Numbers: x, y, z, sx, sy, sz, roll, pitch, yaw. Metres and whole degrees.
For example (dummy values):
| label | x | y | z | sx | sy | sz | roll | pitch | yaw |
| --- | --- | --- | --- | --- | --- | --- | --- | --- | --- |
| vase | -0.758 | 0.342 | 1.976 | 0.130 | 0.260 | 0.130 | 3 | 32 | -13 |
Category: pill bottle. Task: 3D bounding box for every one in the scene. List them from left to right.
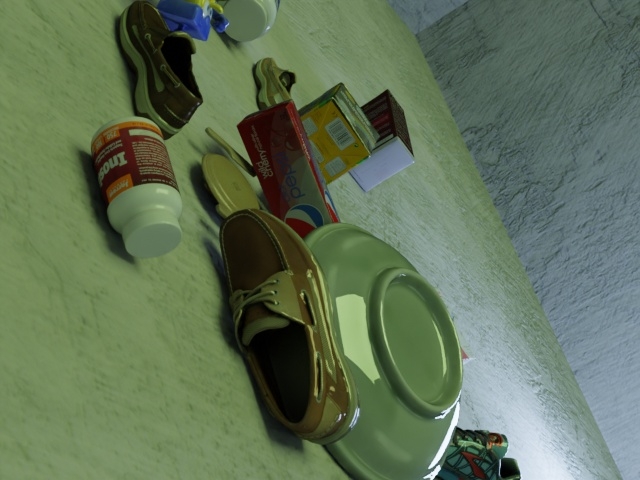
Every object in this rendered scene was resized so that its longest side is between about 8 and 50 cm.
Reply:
| label | x | y | z | sx | sy | sz | roll | pitch | yaw |
| --- | --- | --- | --- | --- | --- | --- | --- | --- | --- |
| pill bottle | -0.205 | -0.059 | 1.273 | 0.086 | 0.086 | 0.152 | 36 | 27 | -53 |
| pill bottle | -0.135 | -0.438 | 2.103 | 0.112 | 0.112 | 0.186 | 53 | 17 | -20 |

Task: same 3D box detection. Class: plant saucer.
| label | x | y | z | sx | sy | sz | roll | pitch | yaw |
| --- | --- | --- | --- | --- | --- | --- | --- | --- | --- |
| plant saucer | 0.106 | 0.152 | 1.595 | 0.400 | 0.100 | 0.400 | 35 | 44 | -41 |

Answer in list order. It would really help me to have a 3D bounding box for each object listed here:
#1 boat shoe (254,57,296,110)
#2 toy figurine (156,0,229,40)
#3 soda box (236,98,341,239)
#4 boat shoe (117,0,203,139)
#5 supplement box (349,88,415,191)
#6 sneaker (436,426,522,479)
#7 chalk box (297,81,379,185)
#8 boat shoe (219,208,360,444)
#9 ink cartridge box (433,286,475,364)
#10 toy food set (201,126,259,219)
| label | x | y | z | sx | sy | sz | roll | pitch | yaw |
| --- | --- | --- | --- | --- | --- | --- | --- | --- | --- |
| boat shoe | -0.075 | -0.291 | 2.085 | 0.068 | 0.072 | 0.190 | 47 | 20 | -35 |
| toy figurine | -0.227 | -0.397 | 1.793 | 0.362 | 0.191 | 0.217 | 72 | 28 | -81 |
| soda box | -0.036 | -0.074 | 1.697 | 0.092 | 0.083 | 0.263 | -71 | 140 | -75 |
| boat shoe | -0.211 | -0.254 | 1.568 | 0.095 | 0.095 | 0.257 | 29 | 33 | -46 |
| supplement box | 0.122 | -0.219 | 2.435 | 0.073 | 0.130 | 0.239 | 49 | 20 | -29 |
| sneaker | 0.234 | 0.327 | 1.802 | 0.262 | 0.125 | 0.104 | 46 | 20 | -37 |
| chalk box | 0.018 | -0.199 | 2.098 | 0.132 | 0.132 | 0.213 | 55 | 16 | -9 |
| boat shoe | -0.051 | 0.096 | 1.399 | 0.116 | 0.123 | 0.324 | 21 | 39 | -61 |
| ink cartridge box | 0.210 | 0.152 | 2.145 | 0.198 | 0.067 | 0.115 | 63 | 17 | 14 |
| toy food set | -0.130 | -0.064 | 1.588 | 0.132 | 0.038 | 0.192 | 43 | 23 | -37 |
